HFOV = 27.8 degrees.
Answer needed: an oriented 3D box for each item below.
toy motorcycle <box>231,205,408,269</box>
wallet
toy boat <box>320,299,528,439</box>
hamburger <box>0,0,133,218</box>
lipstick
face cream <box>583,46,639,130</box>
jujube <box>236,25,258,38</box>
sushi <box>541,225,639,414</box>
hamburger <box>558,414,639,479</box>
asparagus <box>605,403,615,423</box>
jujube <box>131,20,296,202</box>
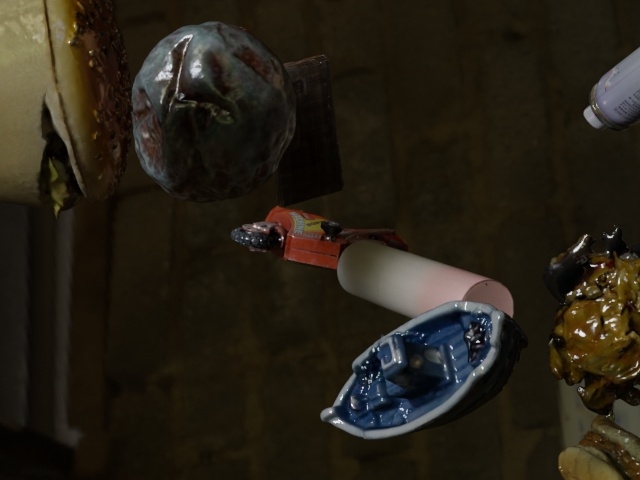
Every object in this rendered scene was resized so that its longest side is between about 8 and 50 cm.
[{"bbox_3d":[-0.001,0.002,2.230,0.171,0.298,0.089,-39,-41,-80],"label":"toy motorcycle"},{"bbox_3d":[-0.028,-0.175,2.070,0.042,0.124,0.230,37,138,56],"label":"wallet"},{"bbox_3d":[0.110,0.154,1.518,0.142,0.309,0.129,16,-128,-37],"label":"toy boat"},{"bbox_3d":[-0.302,-0.175,1.458,0.300,0.176,0.300,176,90,-83],"label":"hamburger"},{"bbox_3d":[0.137,0.066,1.784,0.327,0.087,0.087,18,125,61],"label":"lipstick"},{"bbox_3d":[0.400,-0.200,1.536,0.075,0.229,0.075,16,-122,-26],"label":"face cream"},{"bbox_3d":[-0.166,-0.321,2.461,0.236,0.168,0.168,-86,-18,-56],"label":"jujube"},{"bbox_3d":[0.404,0.113,1.775,0.200,0.213,0.204,29,-154,-13],"label":"sushi"},{"bbox_3d":[0.498,0.386,1.933,0.260,0.144,0.283,34,178,-26],"label":"hamburger"},{"bbox_3d":[0.547,0.394,2.348,0.024,0.025,0.248,42,-146,-57],"label":"asparagus"},{"bbox_3d":[-0.147,-0.178,1.803,0.308,0.216,0.246,-175,75,-72],"label":"jujube"}]
